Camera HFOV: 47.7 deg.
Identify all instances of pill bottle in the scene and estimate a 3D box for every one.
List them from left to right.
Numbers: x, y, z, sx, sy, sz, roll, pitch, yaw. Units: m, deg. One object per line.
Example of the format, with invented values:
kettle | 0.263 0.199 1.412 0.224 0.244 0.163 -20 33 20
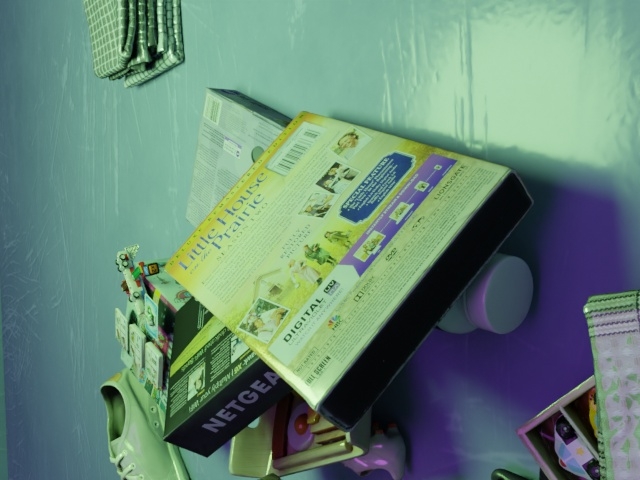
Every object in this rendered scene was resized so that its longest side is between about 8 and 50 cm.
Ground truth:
pill bottle | 0.140 0.046 0.830 0.186 0.112 0.112 13 104 51

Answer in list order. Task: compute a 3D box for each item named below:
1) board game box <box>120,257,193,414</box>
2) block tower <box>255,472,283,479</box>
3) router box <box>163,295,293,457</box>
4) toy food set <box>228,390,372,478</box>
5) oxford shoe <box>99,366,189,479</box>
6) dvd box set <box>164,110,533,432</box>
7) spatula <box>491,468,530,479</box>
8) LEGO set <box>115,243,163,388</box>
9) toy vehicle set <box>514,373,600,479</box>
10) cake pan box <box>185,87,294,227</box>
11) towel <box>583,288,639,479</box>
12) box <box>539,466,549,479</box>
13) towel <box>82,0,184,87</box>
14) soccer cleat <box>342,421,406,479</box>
board game box | -0.270 0.197 1.385 0.303 0.097 0.224 32 119 44
block tower | 0.014 0.417 0.916 0.335 0.097 0.091 21 103 32
router box | -0.095 0.119 1.019 0.309 0.081 0.243 -42 32 27
toy food set | -0.032 0.200 1.016 0.306 0.092 0.220 -34 42 49
oxford shoe | -0.364 0.475 1.510 0.169 0.130 0.449 -36 68 46
dvd box set | 0.000 0.000 0.867 0.308 0.062 0.420 -50 35 -9
spatula | 0.294 0.303 0.728 0.296 0.030 0.084 18 111 49
LEGO set | -0.327 0.125 1.352 0.182 0.060 0.244 35 128 41
toy vehicle set | 0.318 0.233 0.630 0.166 0.035 0.267 -46 64 26
cake pan box | -0.127 -0.102 1.192 0.267 0.070 0.246 33 117 45
towel | 0.362 0.191 0.542 0.312 0.056 0.324 -7 86 36
box | 0.271 0.238 0.734 0.083 0.052 0.062 7 99 50
towel | -0.385 -0.462 1.436 0.235 0.121 0.284 -2 93 53
soccer cleat | 0.040 0.293 1.025 0.196 0.068 0.076 -9 90 49
